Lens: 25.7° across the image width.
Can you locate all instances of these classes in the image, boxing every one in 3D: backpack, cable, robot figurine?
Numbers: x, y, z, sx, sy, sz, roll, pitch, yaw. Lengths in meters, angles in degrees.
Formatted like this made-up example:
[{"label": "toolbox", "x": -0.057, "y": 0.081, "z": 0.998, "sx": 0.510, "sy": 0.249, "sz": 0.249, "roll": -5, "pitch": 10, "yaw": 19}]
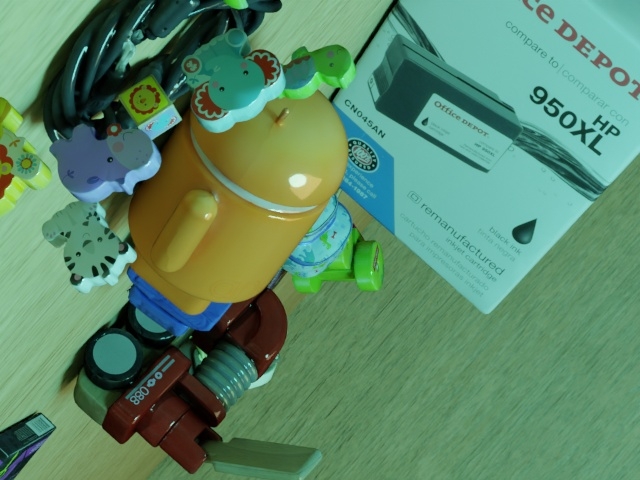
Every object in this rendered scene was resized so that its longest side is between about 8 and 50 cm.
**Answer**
[{"label": "backpack", "x": -0.024, "y": -0.022, "z": 1.547, "sx": 0.105, "sy": 0.114, "sz": 0.084, "roll": -45, "pitch": 174, "yaw": -25}, {"label": "cable", "x": -0.087, "y": -0.104, "z": 0.804, "sx": 0.150, "sy": 0.047, "sz": 0.184, "roll": -49, "pitch": 175, "yaw": 6}, {"label": "robot figurine", "x": -0.061, "y": -0.042, "z": 1.044, "sx": 0.158, "sy": 0.128, "sz": 0.219, "roll": 3, "pitch": 139, "yaw": -37}, {"label": "backpack", "x": -0.112, "y": 0.016, "z": 1.227, "sx": 0.101, "sy": 0.098, "sz": 0.120, "roll": -41, "pitch": -168, "yaw": 30}]

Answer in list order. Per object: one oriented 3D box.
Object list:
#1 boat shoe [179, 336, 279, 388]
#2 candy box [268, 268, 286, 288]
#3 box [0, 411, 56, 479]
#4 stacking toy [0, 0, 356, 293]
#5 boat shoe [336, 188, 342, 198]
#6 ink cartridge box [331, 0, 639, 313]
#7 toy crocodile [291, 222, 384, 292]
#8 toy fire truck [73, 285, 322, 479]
[{"label": "boat shoe", "x": -0.146, "y": 0.137, "z": 1.672, "sx": 0.305, "sy": 0.109, "sz": 0.091, "roll": -14, "pitch": 135, "yaw": -56}, {"label": "candy box", "x": -0.090, "y": 0.047, "z": 1.857, "sx": 0.109, "sy": 0.053, "sz": 0.187, "roll": -52, "pitch": 172, "yaw": 31}, {"label": "box", "x": -0.338, "y": 0.247, "z": 1.384, "sx": 0.162, "sy": 0.029, "sz": 0.116, "roll": -49, "pitch": 175, "yaw": 14}, {"label": "stacking toy", "x": -0.077, "y": -0.063, "z": 0.739, "sx": 0.221, "sy": 0.052, "sz": 0.167, "roll": -35, "pitch": 162, "yaw": -2}, {"label": "boat shoe", "x": 0.002, "y": -0.076, "z": 1.758, "sx": 0.049, "sy": 0.056, "sz": 0.152, "roll": -15, "pitch": 165, "yaw": -30}, {"label": "ink cartridge box", "x": 0.198, "y": -0.156, "z": 1.464, "sx": 0.166, "sy": 0.285, "sz": 0.395, "roll": -43, "pitch": 172, "yaw": -44}, {"label": "toy crocodile", "x": 0.000, "y": 0.000, "z": 1.777, "sx": 0.340, "sy": 0.115, "sz": 0.105, "roll": 36, "pitch": 53, "yaw": -67}, {"label": "toy fire truck", "x": -0.096, "y": 0.144, "z": 1.424, "sx": 0.217, "sy": 0.246, "sz": 0.158, "roll": -46, "pitch": 174, "yaw": -28}]
